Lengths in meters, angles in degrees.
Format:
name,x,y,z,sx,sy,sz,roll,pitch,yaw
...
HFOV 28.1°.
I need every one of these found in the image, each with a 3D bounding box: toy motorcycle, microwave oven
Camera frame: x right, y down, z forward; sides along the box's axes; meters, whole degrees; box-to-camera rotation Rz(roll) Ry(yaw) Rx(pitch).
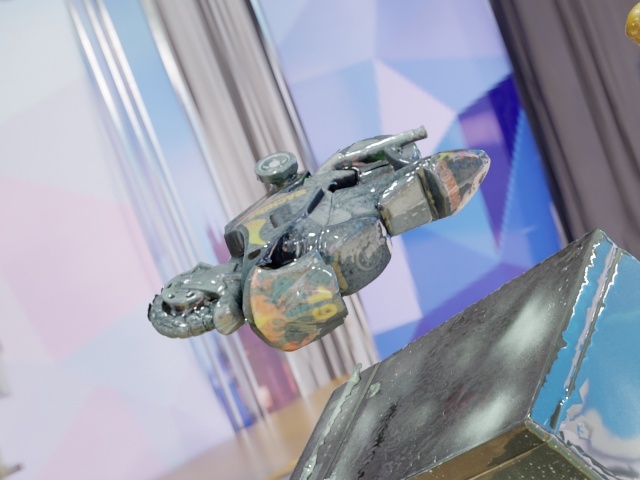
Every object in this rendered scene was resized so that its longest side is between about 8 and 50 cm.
name,x,y,z,sx,sy,sz,roll,pitch,yaw
toy motorcycle,0.000,0.000,1.096,0.307,0.108,0.173,-38,34,-27
microwave oven,0.204,0.251,1.223,0.432,0.374,0.236,-37,16,47

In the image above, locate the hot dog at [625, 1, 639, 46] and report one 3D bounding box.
name,x,y,z,sx,sy,sz,roll,pitch,yaw
hot dog,0.410,-0.226,1.436,0.047,0.066,0.215,26,7,38
